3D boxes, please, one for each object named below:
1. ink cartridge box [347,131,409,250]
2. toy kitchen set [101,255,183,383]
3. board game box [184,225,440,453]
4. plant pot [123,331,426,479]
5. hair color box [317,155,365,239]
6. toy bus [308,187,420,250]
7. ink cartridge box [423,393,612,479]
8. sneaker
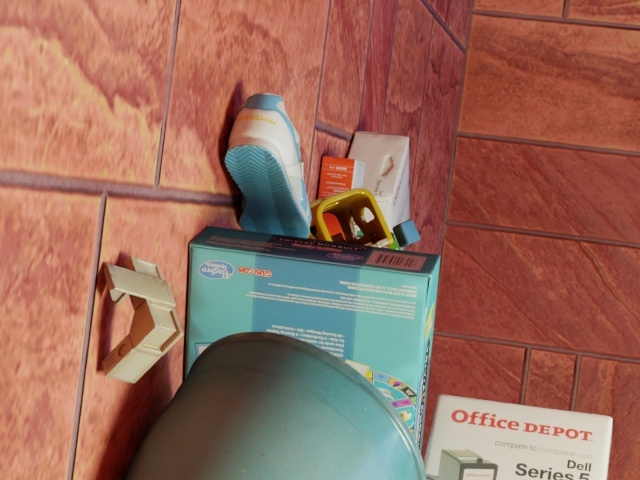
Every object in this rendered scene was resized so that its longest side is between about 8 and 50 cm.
[{"bbox_3d":[0.086,-0.043,2.359,0.219,0.093,0.160,86,16,-44],"label":"ink cartridge box"},{"bbox_3d":[-0.177,0.065,1.296,0.068,0.075,0.083,21,34,-42],"label":"toy kitchen set"},{"bbox_3d":[-0.016,0.167,1.576,0.079,0.254,0.336,-52,148,-70],"label":"board game box"},{"bbox_3d":[-0.077,0.269,1.386,0.255,0.272,0.271,-48,147,-44],"label":"plant pot"},{"bbox_3d":[0.025,-0.037,2.163,0.093,0.053,0.167,-2,98,-80],"label":"hair color box"},{"bbox_3d":[0.009,-0.004,1.955,0.104,0.202,0.191,67,19,3],"label":"toy bus"},{"bbox_3d":[0.199,0.316,1.585,0.114,0.198,0.272,80,20,-56],"label":"ink cartridge box"},{"bbox_3d":[-0.051,-0.073,1.677,0.228,0.087,0.092,82,17,-59],"label":"sneaker"}]
